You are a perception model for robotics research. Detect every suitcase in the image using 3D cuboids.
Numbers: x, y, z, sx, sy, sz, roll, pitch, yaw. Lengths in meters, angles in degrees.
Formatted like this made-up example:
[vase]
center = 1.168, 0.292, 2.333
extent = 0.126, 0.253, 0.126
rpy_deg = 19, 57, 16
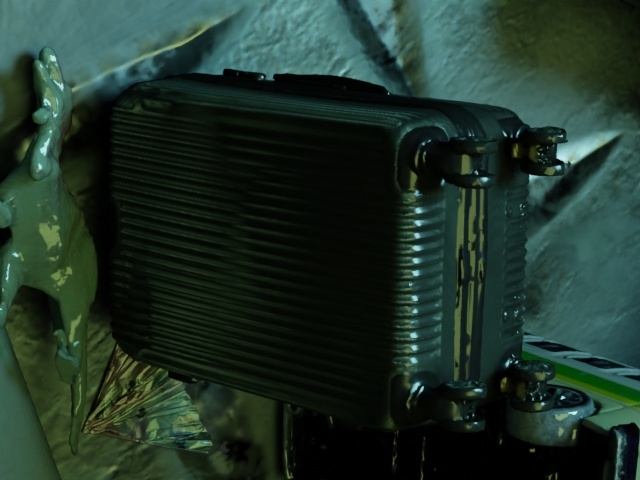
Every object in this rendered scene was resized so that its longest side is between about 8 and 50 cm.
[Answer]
[suitcase]
center = 0.000, 0.000, 1.190
extent = 0.128, 0.312, 0.202
rpy_deg = -11, 106, -45

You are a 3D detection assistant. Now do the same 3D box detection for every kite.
[kite]
center = -0.099, 0.095, 1.339
extent = 0.156, 0.011, 0.139
rpy_deg = -28, 118, -20

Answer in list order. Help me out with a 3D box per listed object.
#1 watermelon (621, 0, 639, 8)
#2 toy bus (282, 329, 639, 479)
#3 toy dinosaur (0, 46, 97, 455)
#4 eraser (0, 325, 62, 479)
[watermelon]
center = 0.300, -0.178, 1.384
extent = 0.318, 0.226, 0.148
rpy_deg = 40, 109, -20
[toy bus]
center = 0.128, 0.138, 1.313
extent = 0.179, 0.305, 0.143
rpy_deg = -10, 108, -41
[toy dinosaur]
center = -0.168, 0.020, 1.233
extent = 0.053, 0.167, 0.242
rpy_deg = -3, 127, 15
[eraser]
center = -0.261, 0.134, 1.212
extent = 0.174, 0.081, 0.227
rpy_deg = -29, 117, -27
